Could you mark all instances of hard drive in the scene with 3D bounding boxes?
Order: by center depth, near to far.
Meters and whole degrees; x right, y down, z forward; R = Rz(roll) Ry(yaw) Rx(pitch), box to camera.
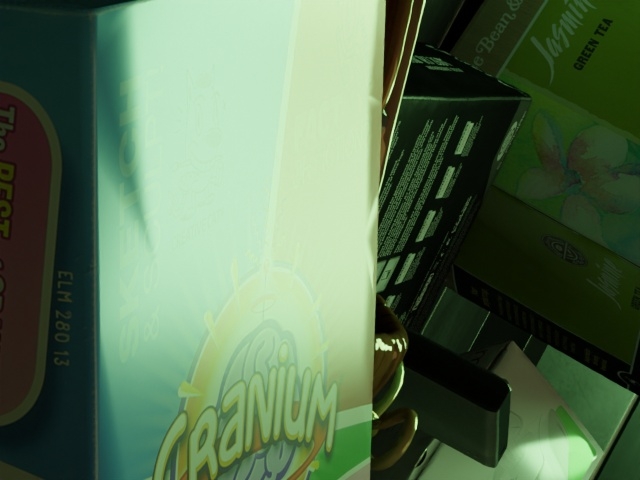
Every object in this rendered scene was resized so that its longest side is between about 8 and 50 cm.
[{"bbox_3d":[0.063,0.085,0.996,0.022,0.094,0.135,-58,165,-15],"label":"hard drive"}]

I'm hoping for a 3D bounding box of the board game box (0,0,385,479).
[{"bbox_3d":[-0.047,0.068,0.547,0.242,0.064,0.316,-38,131,-66],"label":"board game box"}]

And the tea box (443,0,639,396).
[{"bbox_3d":[0.253,-0.033,1.336,0.220,0.324,0.329,-58,166,-12],"label":"tea box"}]

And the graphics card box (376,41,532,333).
[{"bbox_3d":[0.000,0.000,1.000,0.232,0.094,0.371,-65,164,13],"label":"graphics card box"}]

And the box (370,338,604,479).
[{"bbox_3d":[0.039,0.215,1.266,0.231,0.127,0.262,-21,-156,49],"label":"box"}]

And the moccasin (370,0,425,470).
[{"bbox_3d":[-0.018,0.039,0.751,0.139,0.147,0.380,-137,-130,-69],"label":"moccasin"}]
